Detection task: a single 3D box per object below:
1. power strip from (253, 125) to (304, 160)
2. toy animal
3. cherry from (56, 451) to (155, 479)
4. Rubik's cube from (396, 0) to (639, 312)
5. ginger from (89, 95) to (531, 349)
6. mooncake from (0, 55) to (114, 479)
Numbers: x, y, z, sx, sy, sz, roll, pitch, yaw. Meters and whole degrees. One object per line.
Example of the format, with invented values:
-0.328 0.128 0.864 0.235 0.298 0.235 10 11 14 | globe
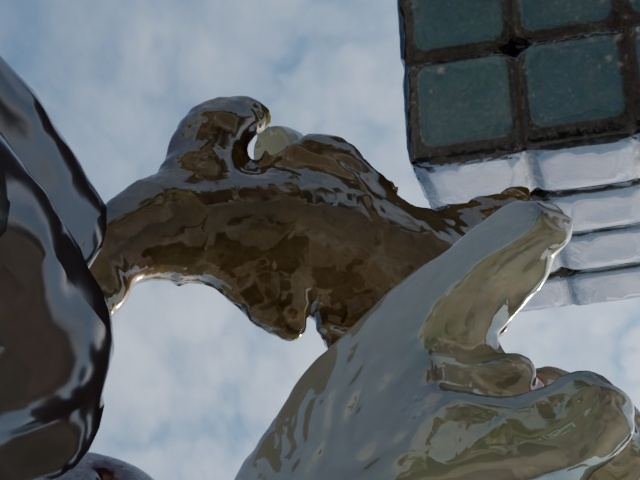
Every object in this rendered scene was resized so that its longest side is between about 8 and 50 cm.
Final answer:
-0.007 -0.025 1.343 0.047 0.030 0.191 -43 -121 27 | power strip
0.060 0.180 0.733 0.266 0.308 0.188 -26 -50 9 | toy animal
-0.175 0.251 1.168 0.195 0.195 0.195 0 -88 -6 | cherry
0.255 -0.163 1.306 0.344 0.344 0.337 -9 -115 11 | Rubik's cube
0.002 0.000 0.925 0.333 0.080 0.166 9 -125 -24 | ginger
-0.266 0.054 0.622 0.381 0.350 0.212 -39 -52 -2 | mooncake
